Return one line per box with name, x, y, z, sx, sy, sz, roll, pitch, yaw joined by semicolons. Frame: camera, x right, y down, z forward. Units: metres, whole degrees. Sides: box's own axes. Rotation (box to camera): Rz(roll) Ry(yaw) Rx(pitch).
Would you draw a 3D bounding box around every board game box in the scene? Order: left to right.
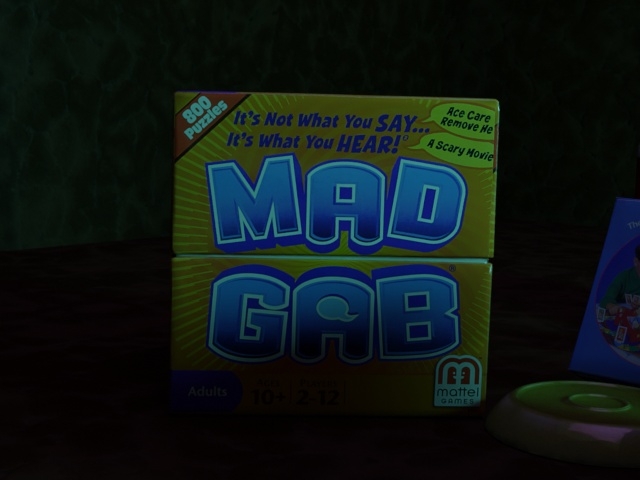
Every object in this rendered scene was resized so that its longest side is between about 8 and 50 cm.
board game box;0.000;0.000;1.335;0.356;0.356;0.356;1;7;-5
board game box;0.487;0.082;1.245;0.347;0.233;0.078;8;-15;43

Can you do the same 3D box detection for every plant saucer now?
plant saucer;0.298;0.190;1.155;0.241;0.037;0.241;1;6;0

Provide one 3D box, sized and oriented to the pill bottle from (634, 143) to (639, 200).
pill bottle;0.656;-0.064;1.838;0.229;0.407;0.229;2;6;0
